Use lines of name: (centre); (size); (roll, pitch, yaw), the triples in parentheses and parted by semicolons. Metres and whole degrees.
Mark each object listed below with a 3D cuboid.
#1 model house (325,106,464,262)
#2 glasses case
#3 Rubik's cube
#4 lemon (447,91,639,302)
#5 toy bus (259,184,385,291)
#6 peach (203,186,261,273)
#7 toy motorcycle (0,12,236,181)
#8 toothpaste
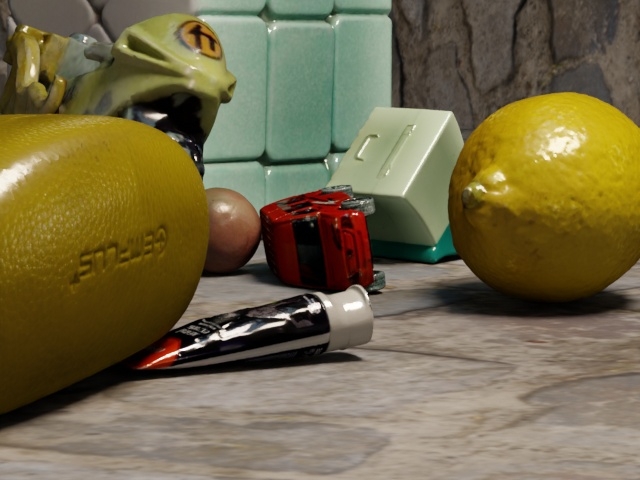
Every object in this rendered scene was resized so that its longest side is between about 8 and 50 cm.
model house: (0.095, -0.042, 1.987); (0.100, 0.149, 0.127); (5, 51, 39)
glasses case: (-0.187, 0.008, 1.274); (0.141, 0.173, 0.371); (2, 11, 23)
Rubik's cube: (-0.133, -0.175, 2.206); (0.319, 0.321, 0.316); (6, 10, 41)
lemon: (0.200, -0.036, 1.715); (0.187, 0.186, 0.244); (6, 8, 30)
toy bus: (0.000, 0.000, 1.812); (0.089, 0.081, 0.195); (-9, 9, -8)
peach: (-0.093, -0.008, 1.848); (0.083, 0.083, 0.083); (1, 7, 0)
toy motorcycle: (-0.208, -0.097, 1.878); (0.169, 0.237, 0.410); (25, -10, -32)
toothpaste: (-0.056, 0.069, 1.411); (0.194, 0.045, 0.071); (-10, 8, -22)
